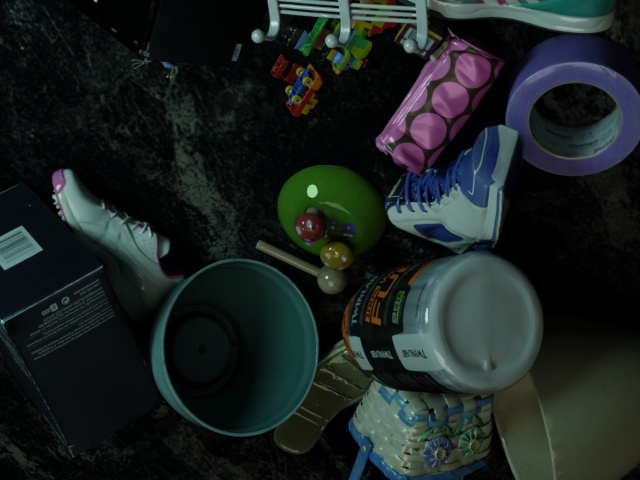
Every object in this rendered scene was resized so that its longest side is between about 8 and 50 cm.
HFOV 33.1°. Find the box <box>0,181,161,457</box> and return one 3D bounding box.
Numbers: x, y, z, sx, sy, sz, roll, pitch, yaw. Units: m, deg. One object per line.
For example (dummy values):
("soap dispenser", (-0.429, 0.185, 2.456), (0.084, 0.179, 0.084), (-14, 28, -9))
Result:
("box", (-0.457, 0.125, 1.806), (0.343, 0.179, 0.313), (37, 150, 45))

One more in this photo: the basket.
("basket", (0.170, 0.358, 1.905), (0.254, 0.201, 0.289), (-10, 131, -29))

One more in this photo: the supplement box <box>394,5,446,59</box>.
("supplement box", (0.138, -0.294, 1.469), (0.055, 0.083, 0.043), (28, 132, -9))

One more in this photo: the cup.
("cup", (0.427, 0.257, 1.751), (0.236, 0.331, 0.331), (-14, 129, -6))

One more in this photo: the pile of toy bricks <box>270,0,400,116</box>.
("pile of toy bricks", (0.030, -0.274, 1.519), (0.105, 0.118, 0.212), (15, 121, -36))

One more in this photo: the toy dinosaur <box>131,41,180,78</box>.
("toy dinosaur", (-0.244, -0.283, 1.622), (0.090, 0.047, 0.082), (-32, 112, -3))

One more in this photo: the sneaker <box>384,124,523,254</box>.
("sneaker", (0.186, -0.061, 1.591), (0.182, 0.128, 0.315), (17, 158, 9))

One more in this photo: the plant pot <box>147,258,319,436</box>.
("plant pot", (-0.176, 0.188, 1.863), (0.293, 0.293, 0.196), (40, 155, -20))

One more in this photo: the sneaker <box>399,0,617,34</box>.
("sneaker", (0.236, -0.367, 1.354), (0.295, 0.124, 0.178), (9, 131, 8))

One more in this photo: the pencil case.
("pencil case", (0.160, -0.194, 1.506), (0.098, 0.095, 0.209), (14, 115, -44))

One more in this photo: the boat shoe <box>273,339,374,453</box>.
("boat shoe", (0.015, 0.259, 1.966), (0.113, 0.103, 0.302), (36, 120, -10))

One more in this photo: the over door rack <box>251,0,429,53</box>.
("over door rack", (0.011, -0.392, 1.330), (0.239, 0.108, 0.324), (9, 118, 22))

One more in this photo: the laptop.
("laptop", (-0.212, -0.387, 1.528), (0.264, 0.136, 0.234), (38, 133, 15))

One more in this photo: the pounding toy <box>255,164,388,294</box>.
("pounding toy", (0.000, 0.000, 1.741), (0.182, 0.110, 0.237), (25, 131, -7))

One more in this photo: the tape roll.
("tape roll", (0.356, -0.188, 1.507), (0.188, 0.080, 0.189), (7, 130, 8))

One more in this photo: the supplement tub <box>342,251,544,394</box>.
("supplement tub", (0.174, 0.133, 1.673), (0.207, 0.207, 0.338), (35, 161, -16))

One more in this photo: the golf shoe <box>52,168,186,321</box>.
("golf shoe", (-0.343, -0.009, 1.844), (0.140, 0.115, 0.306), (-28, 117, 1))
